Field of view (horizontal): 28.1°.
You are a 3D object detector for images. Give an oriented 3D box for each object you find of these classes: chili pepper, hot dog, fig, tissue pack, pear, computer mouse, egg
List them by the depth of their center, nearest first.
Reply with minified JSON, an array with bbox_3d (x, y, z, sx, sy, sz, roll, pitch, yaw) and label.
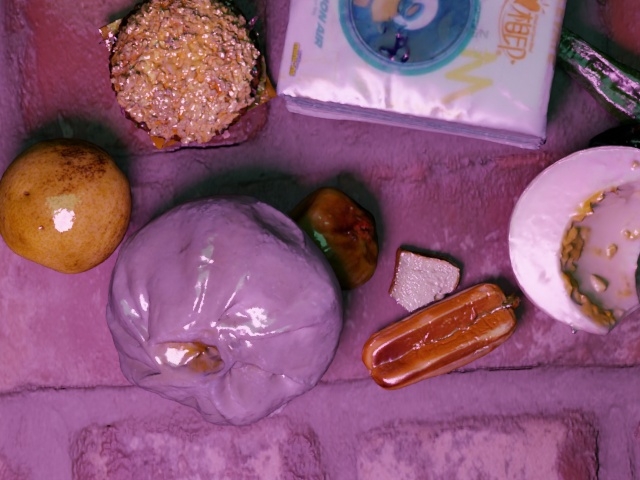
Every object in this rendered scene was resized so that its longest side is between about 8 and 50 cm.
[{"bbox_3d":[-0.360,-0.059,1.825,0.197,0.197,0.197,0,91,0],"label":"pear"},{"bbox_3d":[0.150,-0.301,1.834,0.388,0.162,0.287,9,92,6],"label":"tissue pack"},{"bbox_3d":[0.379,-0.012,1.847,0.206,0.162,0.271,14,98,13],"label":"egg"},{"bbox_3d":[0.000,0.000,1.867,0.165,0.144,0.154,-14,127,8],"label":"fig"},{"bbox_3d":[0.506,-0.120,1.870,0.241,0.146,0.078,19,76,-7],"label":"computer mouse"},{"bbox_3d":[0.183,0.143,1.897,0.250,0.076,0.104,-27,79,0],"label":"hot dog"},{"bbox_3d":[0.395,-0.254,1.904,0.227,0.059,0.088,34,106,4],"label":"chili pepper"}]

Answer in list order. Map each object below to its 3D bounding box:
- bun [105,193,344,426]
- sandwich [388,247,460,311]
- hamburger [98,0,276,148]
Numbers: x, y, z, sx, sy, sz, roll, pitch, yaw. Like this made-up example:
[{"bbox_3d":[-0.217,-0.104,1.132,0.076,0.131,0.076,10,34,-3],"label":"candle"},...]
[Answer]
[{"bbox_3d":[-0.141,0.102,1.781,0.354,0.194,0.354,8,116,16],"label":"bun"},{"bbox_3d":[0.156,0.063,1.913,0.105,0.036,0.093,9,90,-2],"label":"sandwich"},{"bbox_3d":[-0.196,-0.264,1.856,0.243,0.138,0.262,-28,92,1],"label":"hamburger"}]
